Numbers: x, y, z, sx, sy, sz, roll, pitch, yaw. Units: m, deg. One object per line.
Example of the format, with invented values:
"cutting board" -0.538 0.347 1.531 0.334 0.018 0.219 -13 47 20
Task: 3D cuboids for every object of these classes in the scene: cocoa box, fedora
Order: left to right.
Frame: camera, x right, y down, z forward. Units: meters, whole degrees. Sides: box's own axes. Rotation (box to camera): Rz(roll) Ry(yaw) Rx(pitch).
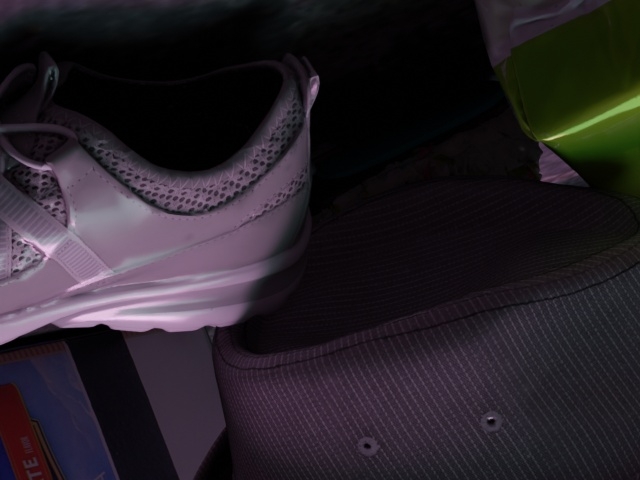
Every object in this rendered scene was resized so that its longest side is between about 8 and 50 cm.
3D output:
"cocoa box" -0.152 0.253 1.019 0.228 0.347 0.231 -10 160 -38
"fedora" 0.066 0.052 0.737 0.275 0.124 0.244 -8 -154 16

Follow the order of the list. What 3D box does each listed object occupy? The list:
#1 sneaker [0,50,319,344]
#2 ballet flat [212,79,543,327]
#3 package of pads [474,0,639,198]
"sneaker" -0.126 -0.022 0.646 0.281 0.105 0.115 -12 135 -32
"ballet flat" 0.000 0.000 0.841 0.241 0.077 0.091 -21 -161 -1
"package of pads" 0.227 -0.116 0.746 0.296 0.101 0.229 -25 163 14
